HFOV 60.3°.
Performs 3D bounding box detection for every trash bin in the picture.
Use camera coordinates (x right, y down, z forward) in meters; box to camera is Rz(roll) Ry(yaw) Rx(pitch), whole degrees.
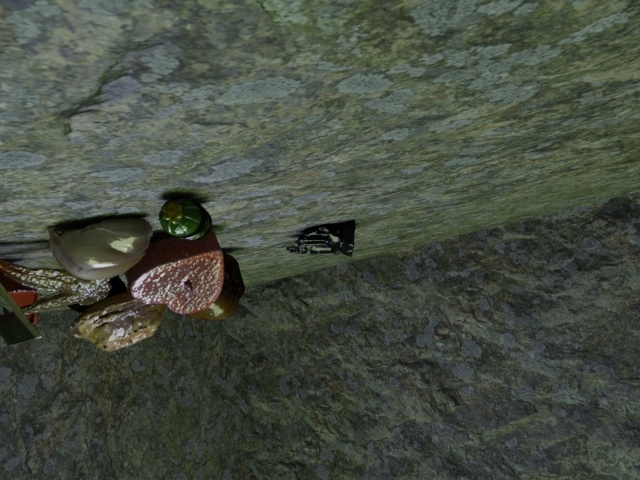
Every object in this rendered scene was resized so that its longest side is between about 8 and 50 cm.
[{"bbox_3d":[-0.959,0.180,1.650,0.238,0.161,0.184,11,-177,25],"label":"trash bin"}]

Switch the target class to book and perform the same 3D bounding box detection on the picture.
[{"bbox_3d":[-0.842,0.147,1.409,0.201,0.289,0.026,-17,-159,43],"label":"book"}]

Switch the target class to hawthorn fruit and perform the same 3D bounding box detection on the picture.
[{"bbox_3d":[-0.456,0.180,2.159,0.301,0.268,0.268,-3,176,21],"label":"hawthorn fruit"}]

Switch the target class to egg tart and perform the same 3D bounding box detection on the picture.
[{"bbox_3d":[-0.640,0.266,1.796,0.352,0.150,0.352,-22,171,-4],"label":"egg tart"}]

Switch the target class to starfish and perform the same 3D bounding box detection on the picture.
[{"bbox_3d":[-0.686,0.100,1.521,0.383,0.132,0.398,-3,157,-30],"label":"starfish"}]

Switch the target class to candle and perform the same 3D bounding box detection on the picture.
[{"bbox_3d":[-0.402,0.100,1.661,0.287,0.131,0.317,-40,144,10],"label":"candle"}]

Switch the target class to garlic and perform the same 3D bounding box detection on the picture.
[{"bbox_3d":[-0.540,0.030,1.345,0.228,0.110,0.217,2,149,-27],"label":"garlic"}]

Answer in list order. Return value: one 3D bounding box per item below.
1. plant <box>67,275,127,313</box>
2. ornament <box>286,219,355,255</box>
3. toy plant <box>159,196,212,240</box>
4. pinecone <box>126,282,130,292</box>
[{"bbox_3d":[-0.788,0.167,1.920,0.204,0.178,0.234,-12,175,-10],"label":"plant"},{"bbox_3d":[0.000,0.000,2.051,0.260,0.106,0.251,-1,165,-1],"label":"ornament"},{"bbox_3d":[-0.307,-0.050,1.244,0.092,0.093,0.162,-11,170,6],"label":"toy plant"},{"bbox_3d":[-0.717,0.202,2.333,0.212,0.169,0.185,5,-176,-10],"label":"pinecone"}]
